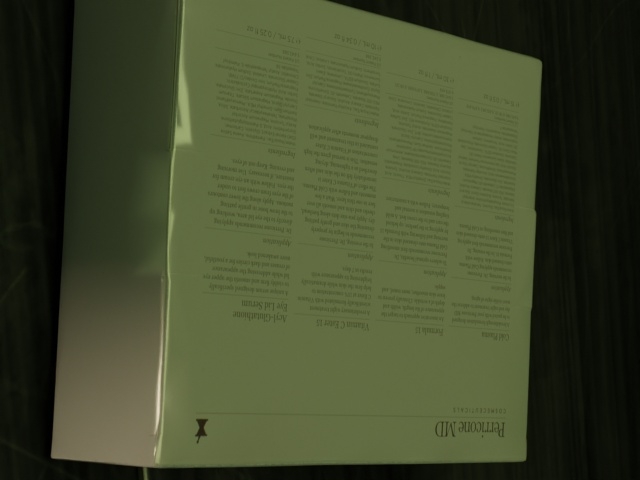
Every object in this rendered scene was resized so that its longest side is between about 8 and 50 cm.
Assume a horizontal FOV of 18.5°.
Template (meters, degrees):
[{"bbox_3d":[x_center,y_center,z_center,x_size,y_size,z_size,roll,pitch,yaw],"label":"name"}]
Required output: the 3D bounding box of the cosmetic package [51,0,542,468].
[{"bbox_3d":[0.000,0.000,1.250,0.377,0.097,0.284,8,82,-51],"label":"cosmetic package"}]
